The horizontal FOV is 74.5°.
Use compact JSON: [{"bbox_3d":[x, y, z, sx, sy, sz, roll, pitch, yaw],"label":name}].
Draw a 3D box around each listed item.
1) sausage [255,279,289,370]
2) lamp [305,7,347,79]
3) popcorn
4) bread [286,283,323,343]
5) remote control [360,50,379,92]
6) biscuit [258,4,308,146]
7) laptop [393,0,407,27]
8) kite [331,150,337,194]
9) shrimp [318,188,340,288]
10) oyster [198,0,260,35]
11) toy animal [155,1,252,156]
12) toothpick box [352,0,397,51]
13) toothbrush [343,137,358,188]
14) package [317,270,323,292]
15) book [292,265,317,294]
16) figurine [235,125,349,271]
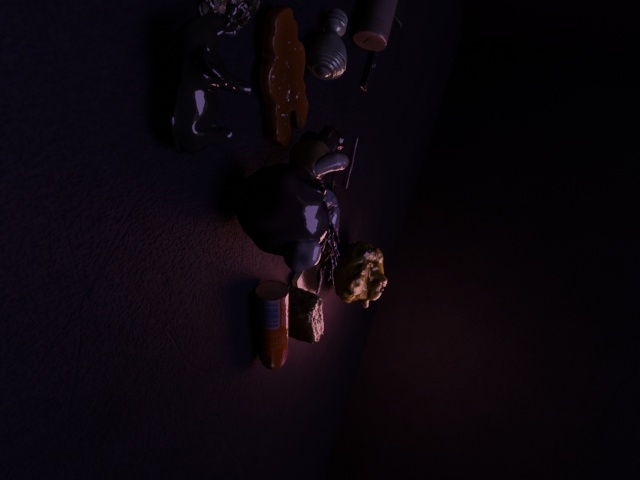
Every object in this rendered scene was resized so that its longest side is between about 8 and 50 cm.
[{"bbox_3d":[-0.136,0.263,1.204,0.093,0.093,0.312,-49,148,-52],"label":"sausage"},{"bbox_3d":[0.023,-0.496,1.065,0.106,0.106,0.192,55,44,-66],"label":"lamp"},{"bbox_3d":[0.167,0.141,1.782,0.252,0.215,0.286,52,52,-19],"label":"popcorn"},{"bbox_3d":[-0.062,0.244,1.333,0.102,0.138,0.196,-53,153,-38],"label":"bread"},{"bbox_3d":[0.190,-0.652,1.507,0.063,0.025,0.245,29,77,-71],"label":"remote control"},{"bbox_3d":[-0.084,-0.362,0.944,0.295,0.044,0.186,88,22,-43],"label":"biscuit"},{"bbox_3d":[0.308,-0.922,1.643,0.180,0.016,0.129,-29,131,-65],"label":"laptop"},{"bbox_3d":[0.043,-0.171,1.438,0.152,0.015,0.285,-75,169,-64],"label":"kite"},{"bbox_3d":[0.007,-0.001,1.358,0.145,0.117,0.342,-44,136,-58],"label":"shrimp"},{"bbox_3d":[-0.153,-0.431,0.682,0.125,0.064,0.177,-23,138,-48],"label":"oyster"},{"bbox_3d":[-0.176,-0.246,0.664,0.146,0.115,0.244,-34,136,-63],"label":"toy animal"},{"bbox_3d":[0.172,-0.695,1.295,0.111,0.111,0.180,21,83,-71],"label":"toothpick box"},{"bbox_3d":[0.115,-0.291,1.587,0.014,0.017,0.194,6,99,-70],"label":"toothbrush"},{"bbox_3d":[-0.005,0.165,1.608,0.037,0.015,0.110,-38,141,-68],"label":"package"},{"bbox_3d":[-0.049,0.159,1.467,0.228,0.024,0.160,86,25,-43],"label":"book"},{"bbox_3d":[-0.051,-0.111,0.982,0.365,0.218,0.206,-54,143,-48],"label":"figurine"}]
